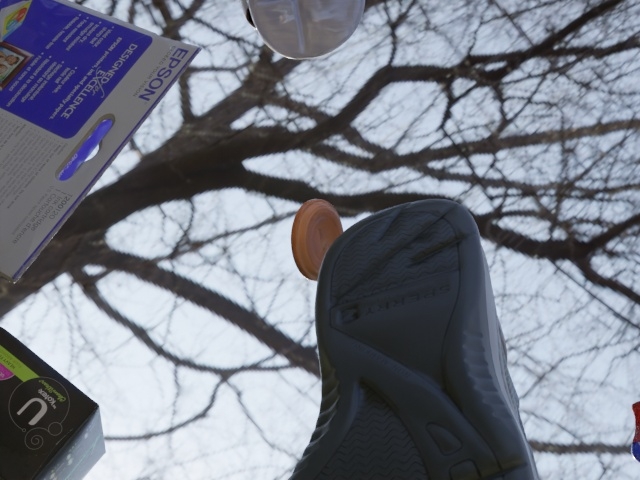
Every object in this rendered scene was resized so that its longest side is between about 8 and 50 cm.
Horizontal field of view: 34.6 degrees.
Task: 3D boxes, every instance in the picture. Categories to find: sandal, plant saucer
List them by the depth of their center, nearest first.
[{"bbox_3d":[-0.033,-0.254,0.882,0.076,0.102,0.265,121,-39,-58],"label":"sandal"},{"bbox_3d":[0.000,0.000,1.029,0.013,0.083,0.083,-2,-64,35],"label":"plant saucer"}]

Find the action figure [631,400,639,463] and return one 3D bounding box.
[{"bbox_3d":[0.179,0.139,0.535,0.038,0.115,0.030,35,-39,-27],"label":"action figure"}]

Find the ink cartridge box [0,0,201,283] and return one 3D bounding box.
[{"bbox_3d":[-0.209,-0.077,0.725,0.208,0.206,0.045,24,-21,31],"label":"ink cartridge box"}]

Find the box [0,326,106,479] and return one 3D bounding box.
[{"bbox_3d":[-0.140,0.089,0.478,0.062,0.052,0.083,35,-26,9],"label":"box"}]

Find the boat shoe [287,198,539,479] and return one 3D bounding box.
[{"bbox_3d":[0.047,0.114,0.464,0.118,0.320,0.103,-16,-52,16],"label":"boat shoe"}]
